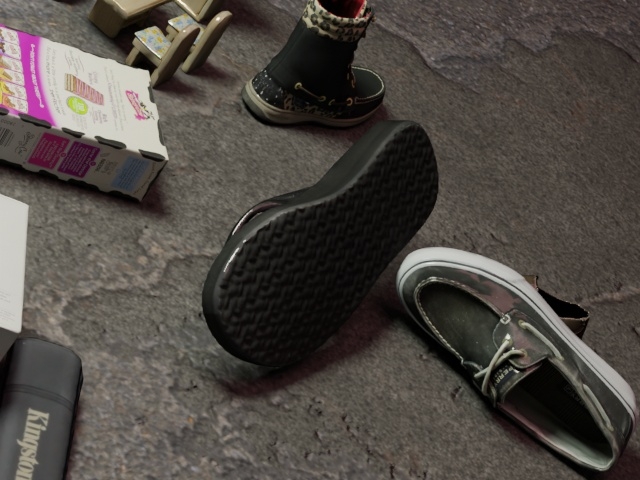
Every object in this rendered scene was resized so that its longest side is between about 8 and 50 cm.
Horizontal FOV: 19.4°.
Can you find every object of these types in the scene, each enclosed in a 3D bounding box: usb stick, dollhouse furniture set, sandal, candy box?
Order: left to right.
[{"bbox_3d":[-0.259,0.190,1.658,0.077,0.045,0.278,25,35,-18],"label":"usb stick"},{"bbox_3d":[-0.291,-0.144,2.025,0.233,0.071,0.159,16,38,-28],"label":"candy box"},{"bbox_3d":[-0.187,-0.339,2.284,0.212,0.161,0.242,42,33,9],"label":"dollhouse furniture set"},{"bbox_3d":[-0.012,0.005,2.047,0.446,0.107,0.167,-39,122,-50],"label":"sandal"}]

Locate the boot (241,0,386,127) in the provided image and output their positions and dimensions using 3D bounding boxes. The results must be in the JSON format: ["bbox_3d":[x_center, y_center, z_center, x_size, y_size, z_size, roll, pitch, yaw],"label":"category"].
[{"bbox_3d":[0.030,-0.230,2.330,0.236,0.178,0.085,-8,52,-46],"label":"boot"}]

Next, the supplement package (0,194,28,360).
[{"bbox_3d":[-0.338,0.040,1.719,0.105,0.105,0.179,21,36,-22],"label":"supplement package"}]

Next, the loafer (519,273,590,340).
[{"bbox_3d":[0.229,0.062,2.240,0.220,0.078,0.080,25,34,-17],"label":"loafer"}]

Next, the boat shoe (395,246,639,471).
[{"bbox_3d":[0.225,0.132,2.107,0.335,0.121,0.119,35,28,-5],"label":"boat shoe"}]
